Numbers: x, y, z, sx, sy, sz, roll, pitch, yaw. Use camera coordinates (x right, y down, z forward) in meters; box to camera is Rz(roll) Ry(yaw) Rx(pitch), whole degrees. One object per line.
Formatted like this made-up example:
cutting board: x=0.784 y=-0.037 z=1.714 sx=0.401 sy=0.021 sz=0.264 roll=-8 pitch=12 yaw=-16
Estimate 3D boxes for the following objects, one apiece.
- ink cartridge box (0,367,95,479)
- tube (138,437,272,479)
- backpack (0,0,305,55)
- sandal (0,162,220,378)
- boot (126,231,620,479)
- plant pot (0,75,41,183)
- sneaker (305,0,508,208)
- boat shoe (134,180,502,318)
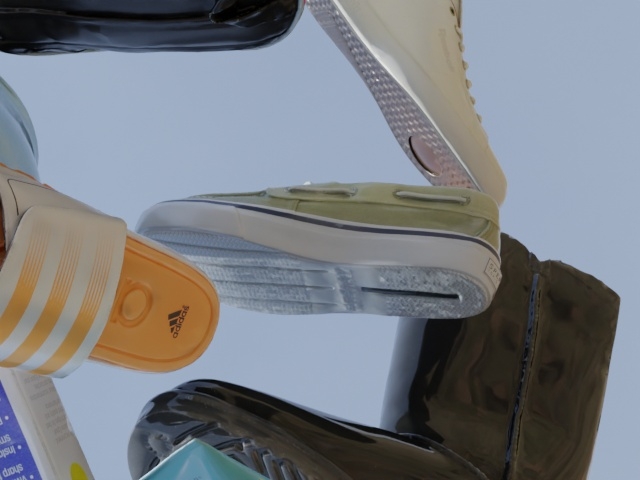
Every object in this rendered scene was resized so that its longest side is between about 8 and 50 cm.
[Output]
ink cartridge box: x=-0.300 y=0.165 z=0.951 sx=0.307 sy=0.304 sz=0.072 roll=67 pitch=-165 yaw=0
tube: x=-0.023 y=0.153 z=0.744 sx=0.207 sy=0.080 sz=0.052 roll=35 pitch=-155 yaw=-41
backpack: x=-0.127 y=-0.227 z=1.001 sx=0.225 sy=0.254 sz=0.191 roll=79 pitch=-161 yaw=-66
sandal: x=-0.127 y=0.026 z=0.797 sx=0.265 sy=0.076 sz=0.102 roll=18 pitch=-88 yaw=-50
boot: x=0.070 y=0.114 z=1.221 sx=0.367 sy=0.146 sz=0.445 roll=36 pitch=-141 yaw=-9
plant pot: x=-0.330 y=-0.027 z=1.131 sx=0.255 sy=0.272 sz=0.271 roll=-82 pitch=-29 yaw=-64
sneaker: x=0.103 y=-0.161 z=1.315 sx=0.123 sy=0.106 sz=0.290 roll=-30 pitch=-97 yaw=-16
boat shoe: x=0.000 y=0.000 z=1.200 sx=0.109 sy=0.302 sz=0.094 roll=83 pitch=-162 yaw=-51
